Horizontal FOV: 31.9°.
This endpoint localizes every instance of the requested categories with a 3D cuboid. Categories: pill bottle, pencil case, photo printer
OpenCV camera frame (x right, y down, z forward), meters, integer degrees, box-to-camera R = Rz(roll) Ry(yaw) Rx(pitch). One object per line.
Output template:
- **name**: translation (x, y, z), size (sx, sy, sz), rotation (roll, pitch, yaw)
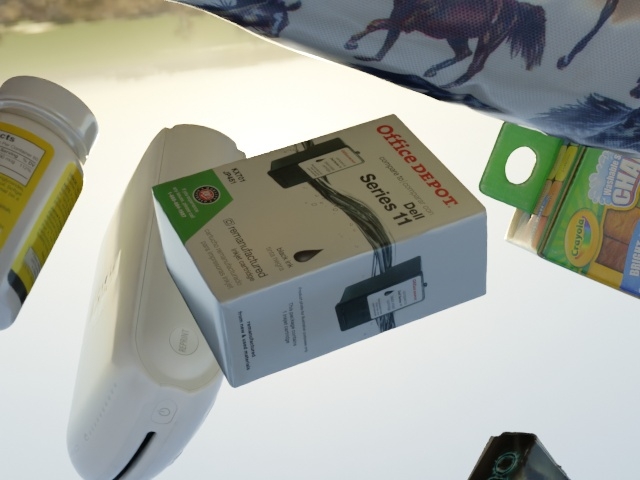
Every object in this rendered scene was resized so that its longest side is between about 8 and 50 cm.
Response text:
- **pill bottle**: translation (-0.279, -0.036, 0.980), size (0.119, 0.119, 0.208), rotation (-2, -128, 32)
- **pencil case**: translation (0.061, -0.176, 0.615), size (0.410, 0.183, 0.160), rotation (17, 177, -19)
- **photo printer**: translation (-0.163, 0.077, 1.089), size (0.107, 0.307, 0.256), rotation (16, 143, -18)

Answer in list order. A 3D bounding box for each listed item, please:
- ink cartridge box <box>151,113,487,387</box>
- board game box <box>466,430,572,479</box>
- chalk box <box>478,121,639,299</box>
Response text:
- **ink cartridge box**: translation (0.000, 0.000, 0.832), size (0.208, 0.087, 0.153), rotation (-19, -139, -17)
- **board game box**: translation (0.095, 0.177, 0.414), size (0.026, 0.186, 0.126), rotation (-9, -141, 48)
- **chalk box**: translation (0.239, -0.031, 0.916), size (0.213, 0.132, 0.132), rotation (21, -175, -5)
